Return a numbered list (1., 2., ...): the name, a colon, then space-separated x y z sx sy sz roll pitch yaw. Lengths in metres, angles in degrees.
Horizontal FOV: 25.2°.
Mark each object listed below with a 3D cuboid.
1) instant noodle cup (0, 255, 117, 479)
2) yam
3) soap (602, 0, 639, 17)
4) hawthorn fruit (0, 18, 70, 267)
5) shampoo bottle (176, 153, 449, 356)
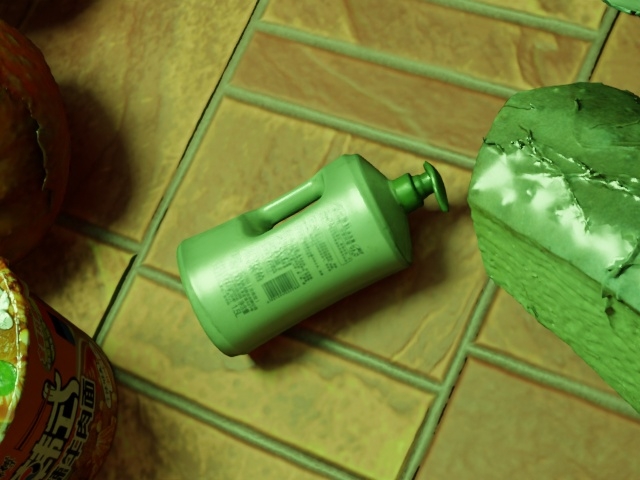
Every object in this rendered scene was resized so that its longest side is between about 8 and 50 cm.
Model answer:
1. instant noodle cup: -0.308 0.134 1.246 0.250 0.192 0.250 -8 69 21
2. yam: 0.246 0.009 1.053 0.271 0.202 0.201 31 63 32
3. soap: 0.328 -0.309 1.189 0.150 0.094 0.261 31 86 31
4. hawthorn fruit: -0.364 -0.116 1.350 0.276 0.276 0.307 -23 37 15
5. shampoo bottle: 0.000 0.000 1.222 0.234 0.087 0.118 -28 62 12
